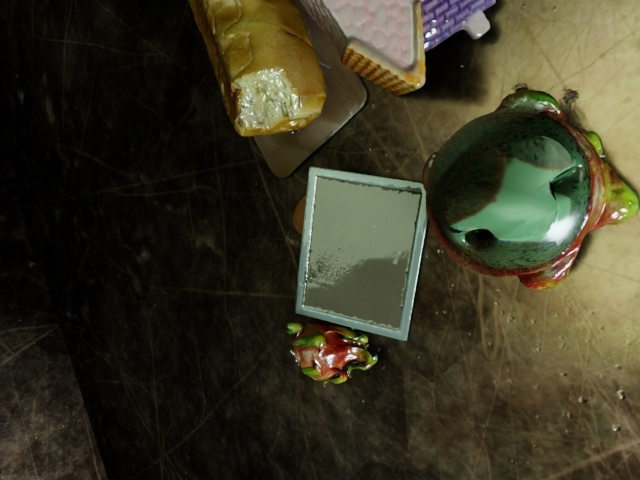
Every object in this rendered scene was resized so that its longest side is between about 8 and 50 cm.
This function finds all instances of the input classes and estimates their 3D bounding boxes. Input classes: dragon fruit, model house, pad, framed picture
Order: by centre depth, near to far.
[{"bbox_3d":[0.275,-0.066,0.675,0.295,0.130,0.269,4,95,38],"label":"dragon fruit"},{"bbox_3d":[0.117,-0.357,0.724,0.236,0.202,0.238,-34,100,1],"label":"model house"},{"bbox_3d":[0.072,0.023,0.881,0.232,0.019,0.297,12,106,18],"label":"framed picture"},{"bbox_3d":[0.025,0.211,0.931,0.174,0.142,0.139,-8,58,14],"label":"dragon fruit"},{"bbox_3d":[-0.065,-0.311,0.966,0.284,0.018,0.287,-37,74,36],"label":"pad"}]

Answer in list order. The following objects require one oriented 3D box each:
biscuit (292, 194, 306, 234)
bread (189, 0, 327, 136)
[{"bbox_3d":[0.000,0.000,0.958,0.186,0.036,0.192,-37,75,37],"label":"biscuit"},{"bbox_3d":[-0.111,-0.367,0.865,0.148,0.195,0.345,-33,77,57],"label":"bread"}]
